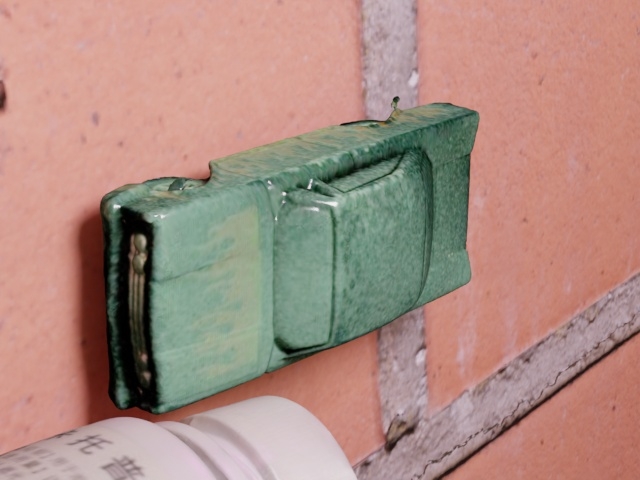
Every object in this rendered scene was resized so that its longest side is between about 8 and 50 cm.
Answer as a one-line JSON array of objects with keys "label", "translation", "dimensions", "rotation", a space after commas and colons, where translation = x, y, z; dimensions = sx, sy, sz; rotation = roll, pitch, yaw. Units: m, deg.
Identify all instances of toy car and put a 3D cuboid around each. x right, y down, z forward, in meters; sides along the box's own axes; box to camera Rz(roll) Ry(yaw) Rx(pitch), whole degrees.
[{"label": "toy car", "translation": [0.000, 0.000, 0.825], "dimensions": [0.320, 0.097, 0.142], "rotation": [-20, 118, -47]}]

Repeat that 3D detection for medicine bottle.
[{"label": "medicine bottle", "translation": [-0.120, 0.182, 0.653], "dimensions": [0.293, 0.170, 0.170], "rotation": [-14, 113, -41]}]
